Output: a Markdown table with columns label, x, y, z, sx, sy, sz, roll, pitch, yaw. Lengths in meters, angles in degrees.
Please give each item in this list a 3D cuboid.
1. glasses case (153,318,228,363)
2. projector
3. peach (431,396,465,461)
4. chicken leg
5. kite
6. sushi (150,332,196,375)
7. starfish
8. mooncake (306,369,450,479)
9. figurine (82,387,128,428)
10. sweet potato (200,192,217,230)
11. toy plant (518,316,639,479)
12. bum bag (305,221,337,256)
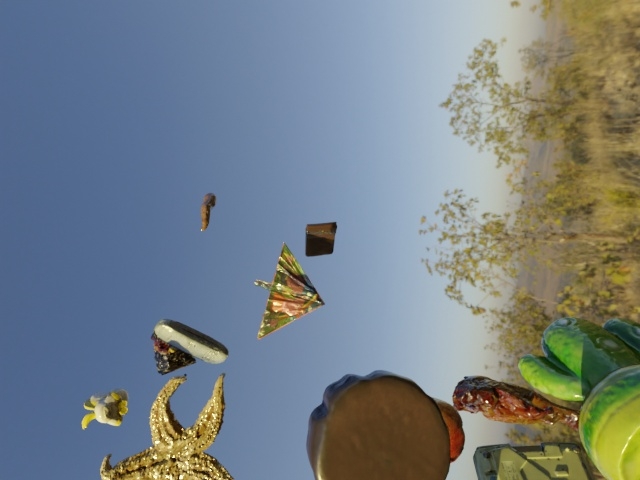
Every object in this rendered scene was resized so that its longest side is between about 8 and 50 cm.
| label | x | y | z | sx | sy | sz | roll | pitch | yaw |
| --- | --- | --- | --- | --- | --- | --- | --- | --- | --- |
| glasses case | -0.465 | 0.367 | 1.482 | 0.282 | 0.109 | 0.067 | 32 | -141 | -20 |
| projector | 0.540 | 0.609 | 1.019 | 0.193 | 0.270 | 0.088 | -90 | -7 | -47 |
| peach | 0.400 | 0.681 | 1.467 | 0.231 | 0.231 | 0.230 | 5 | -90 | -65 |
| chicken leg | 0.402 | 0.331 | 0.825 | 0.323 | 0.177 | 0.082 | 24 | -112 | -31 |
| kite | -0.098 | 0.176 | 1.295 | 0.016 | 0.234 | 0.321 | 10 | -85 | -86 |
| sushi | -0.636 | 0.437 | 1.736 | 0.153 | 0.172 | 0.150 | -17 | -59 | -23 |
| starfish | -0.265 | 0.437 | 0.827 | 0.302 | 0.299 | 0.060 | 55 | 171 | 3 |
| mooncake | 0.109 | 0.399 | 0.808 | 0.141 | 0.283 | 0.282 | 134 | 148 | -75 |
| figurine | -0.684 | 0.519 | 1.304 | 0.130 | 0.178 | 0.109 | -12 | -78 | -23 |
| sweet potato | -0.401 | -0.112 | 1.457 | 0.214 | 0.050 | 0.050 | -97 | -7 | -53 |
| toy plant | 0.448 | 0.222 | 0.628 | 0.316 | 0.224 | 0.184 | -63 | -45 | -73 |
| bum bag | 0.000 | 0.000 | 1.421 | 0.159 | 0.109 | 0.026 | 94 | 165 | -45 |
